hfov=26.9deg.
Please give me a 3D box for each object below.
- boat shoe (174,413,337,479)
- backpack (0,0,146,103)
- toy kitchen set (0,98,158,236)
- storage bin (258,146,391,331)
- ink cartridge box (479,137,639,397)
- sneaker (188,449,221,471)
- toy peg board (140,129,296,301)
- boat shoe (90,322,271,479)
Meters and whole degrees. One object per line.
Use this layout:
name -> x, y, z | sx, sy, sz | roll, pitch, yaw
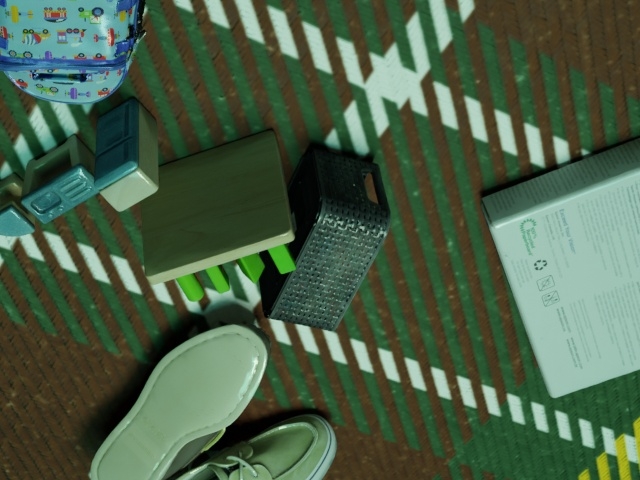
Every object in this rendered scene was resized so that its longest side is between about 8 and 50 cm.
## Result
boat shoe -> -0.110, 0.319, 1.720 | 0.302, 0.109, 0.094 | -34, 149, -12
backpack -> -0.250, -0.203, 1.300 | 0.158, 0.117, 0.173 | 4, 133, -11
toy kitchen set -> -0.299, -0.091, 1.383 | 0.207, 0.122, 0.166 | -29, 128, 16
storage bin -> 0.000, 0.000, 1.506 | 0.084, 0.122, 0.180 | 12, 128, -18
ink cartridge box -> 0.392, 0.021, 1.622 | 0.330, 0.071, 0.324 | -21, 130, 5
sneaker -> -0.154, 0.355, 1.821 | 0.065, 0.076, 0.166 | 5, 130, -14
toy peg board -> -0.105, -0.018, 1.453 | 0.161, 0.160, 0.079 | -17, 136, 6
boat shoe -> -0.165, 0.210, 1.682 | 0.116, 0.097, 0.324 | 45, 115, 8
